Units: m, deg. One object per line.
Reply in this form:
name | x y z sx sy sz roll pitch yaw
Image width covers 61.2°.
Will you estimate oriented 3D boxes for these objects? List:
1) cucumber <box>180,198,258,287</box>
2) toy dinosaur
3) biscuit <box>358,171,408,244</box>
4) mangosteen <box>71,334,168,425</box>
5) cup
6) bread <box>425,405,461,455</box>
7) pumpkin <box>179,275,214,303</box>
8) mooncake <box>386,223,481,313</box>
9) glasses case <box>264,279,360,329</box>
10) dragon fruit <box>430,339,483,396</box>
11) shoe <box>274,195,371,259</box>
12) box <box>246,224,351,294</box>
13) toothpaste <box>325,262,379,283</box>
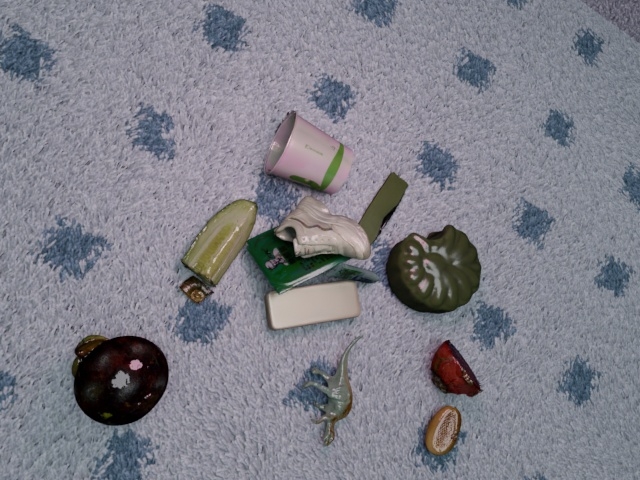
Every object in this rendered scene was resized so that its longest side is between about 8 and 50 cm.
cucumber | -0.337 -0.002 1.889 0.145 0.105 0.325 26 71 17
toy dinosaur | 0.046 0.506 1.909 0.205 0.092 0.393 34 70 -8
biscuit | 0.237 -0.121 2.118 0.099 0.038 0.322 34 72 -5
mangosteen | -0.609 0.413 1.642 0.288 0.288 0.288 3 79 -16
cup | -0.040 -0.305 1.974 0.274 0.253 0.253 23 74 -21
bread | 0.455 0.703 2.006 0.114 0.077 0.189 27 73 10
pumpkin | -0.427 0.172 1.862 0.101 0.035 0.073 44 59 -2
mooncake | 0.433 0.114 2.057 0.351 0.187 0.351 4 78 -19
glasses case | -0.028 0.231 1.948 0.337 0.076 0.144 -5 82 -18
dragon fruit | 0.478 0.496 2.010 0.148 0.218 0.223 -36 47 11
shoe | 0.000 0.000 1.825 0.342 0.132 0.210 33 60 29
box | -0.066 0.053 1.924 0.337 0.106 0.264 -25 55 -19
toothpaste | 0.126 0.121 1.944 0.297 0.075 0.048 16 41 -54
